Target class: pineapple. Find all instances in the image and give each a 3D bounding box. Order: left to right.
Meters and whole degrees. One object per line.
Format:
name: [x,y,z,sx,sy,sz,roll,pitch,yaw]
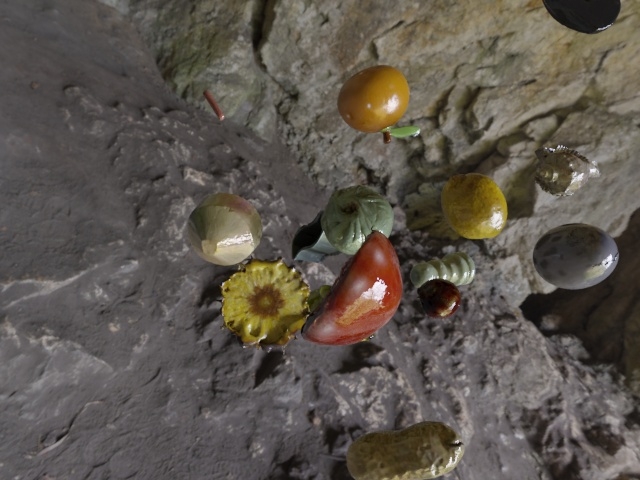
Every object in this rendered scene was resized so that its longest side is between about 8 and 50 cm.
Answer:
pineapple: [-0.121,0.138,0.893,0.225,0.225,0.076,48,-8,5]

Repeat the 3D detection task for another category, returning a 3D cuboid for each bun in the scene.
bun: [0.088,-0.063,1.042,0.195,0.195,0.118,60,7,37]

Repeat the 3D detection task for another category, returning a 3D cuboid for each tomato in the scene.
tomato: [0.048,0.073,0.494,0.082,0.166,0.174,36,-1,6]

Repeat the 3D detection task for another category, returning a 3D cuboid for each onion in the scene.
onion: [0.327,0.156,1.111,0.119,0.119,0.117,31,36,-40]

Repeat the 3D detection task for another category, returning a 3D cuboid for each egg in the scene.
egg: [0.560,0.035,0.895,0.146,0.146,0.198,48,-5,4]

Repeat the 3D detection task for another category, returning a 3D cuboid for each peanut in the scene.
peanut: [0.206,0.523,0.993,0.130,0.290,0.130,-17,90,-76]

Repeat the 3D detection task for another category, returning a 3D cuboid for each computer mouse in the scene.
computer mouse: [0.826,-0.770,1.314,0.270,0.137,0.086,35,-2,2]

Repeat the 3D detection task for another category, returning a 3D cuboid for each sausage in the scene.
sausage: [-0.468,-0.595,1.772,0.147,0.030,0.035,57,-7,-5]

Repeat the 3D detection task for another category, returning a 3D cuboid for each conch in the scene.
conch: [0.751,-0.223,1.239,0.245,0.163,0.178,-7,73,-18]

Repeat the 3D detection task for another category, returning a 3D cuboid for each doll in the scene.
doll: [0.171,-0.388,1.194,0.236,0.213,0.213,64,17,-6]

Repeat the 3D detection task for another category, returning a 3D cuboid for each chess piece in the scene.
chess piece: [0.442,0.121,1.503,0.243,0.133,0.133,-8,49,-28]

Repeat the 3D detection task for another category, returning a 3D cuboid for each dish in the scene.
dish: [0.057,0.222,1.321,0.263,0.108,0.221,11,22,-3]

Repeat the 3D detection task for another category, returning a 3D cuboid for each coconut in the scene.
coconut: [-0.335,-0.036,1.402,0.259,0.259,0.259,41,19,-17]

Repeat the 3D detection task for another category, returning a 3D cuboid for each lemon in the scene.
lemon: [0.441,-0.100,1.165,0.207,0.170,0.170,65,15,-11]

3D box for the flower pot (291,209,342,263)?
flower pot: [0.000,0.000,1.274,0.108,0.229,0.103,14,64,-24]
